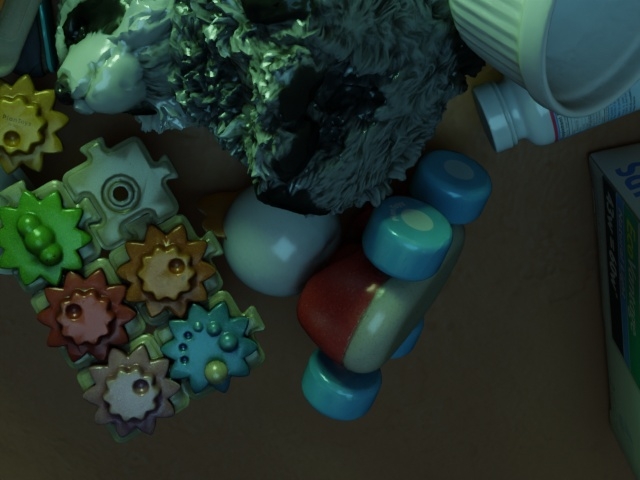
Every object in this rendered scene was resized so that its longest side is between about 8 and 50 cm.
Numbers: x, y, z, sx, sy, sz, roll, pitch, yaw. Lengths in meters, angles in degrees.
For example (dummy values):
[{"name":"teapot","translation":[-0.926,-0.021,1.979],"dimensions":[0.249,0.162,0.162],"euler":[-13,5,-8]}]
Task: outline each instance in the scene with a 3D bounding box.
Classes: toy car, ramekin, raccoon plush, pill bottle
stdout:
[{"name":"toy car","translation":[0.000,0.000,1.008],"dimensions":[0.238,0.210,0.219],"euler":[30,127,11]},{"name":"ramekin","translation":[0.187,-0.205,0.787],"dimensions":[0.207,0.109,0.207],"euler":[-31,140,-31]},{"name":"raccoon plush","translation":[-0.013,-0.180,0.931],"dimensions":[0.446,0.299,0.216],"euler":[-15,124,-41]},{"name":"pill bottle","translation":[0.225,-0.140,0.984],"dimensions":[0.160,0.087,0.087],"euler":[-21,116,6]}]

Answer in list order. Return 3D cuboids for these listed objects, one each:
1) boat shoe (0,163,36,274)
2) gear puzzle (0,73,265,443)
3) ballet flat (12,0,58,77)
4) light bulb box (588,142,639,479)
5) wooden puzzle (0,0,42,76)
[{"name":"boat shoe","translation":[-0.359,-0.109,0.935],"dimensions":[0.096,0.116,0.324],"euler":[0,128,42]},{"name":"gear puzzle","translation":[-0.188,0.005,0.928],"dimensions":[0.175,0.044,0.339],"euler":[-29,100,-1]},{"name":"ballet flat","translation":[-0.260,-0.235,0.904],"dimensions":[0.074,0.074,0.203],"euler":[3,118,-7]},{"name":"light bulb box","translation":[0.475,0.076,1.037],"dimensions":[0.361,0.225,0.358],"euler":[-11,117,1]},{"name":"wooden puzzle","translation":[-0.297,-0.250,0.798],"dimensions":[0.221,0.044,0.239],"euler":[14,119,-31]}]
